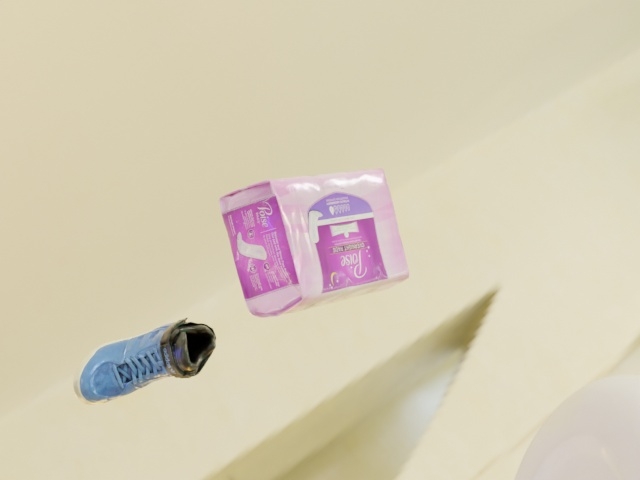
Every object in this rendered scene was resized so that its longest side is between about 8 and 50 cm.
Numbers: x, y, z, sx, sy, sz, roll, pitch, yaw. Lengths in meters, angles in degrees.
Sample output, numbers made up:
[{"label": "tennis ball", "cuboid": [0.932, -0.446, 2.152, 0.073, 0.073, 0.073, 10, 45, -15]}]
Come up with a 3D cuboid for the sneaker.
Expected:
[{"label": "sneaker", "cuboid": [-0.174, 0.122, 1.467, 0.152, 0.058, 0.084, -22, 8, -39]}]

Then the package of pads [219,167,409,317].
[{"label": "package of pads", "cuboid": [0.000, 0.000, 0.564, 0.032, 0.050, 0.083, -18, -4, 35]}]

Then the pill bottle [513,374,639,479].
[{"label": "pill bottle", "cuboid": [0.277, 0.195, 0.822, 0.323, 0.181, 0.181, 16, -52, -21]}]
